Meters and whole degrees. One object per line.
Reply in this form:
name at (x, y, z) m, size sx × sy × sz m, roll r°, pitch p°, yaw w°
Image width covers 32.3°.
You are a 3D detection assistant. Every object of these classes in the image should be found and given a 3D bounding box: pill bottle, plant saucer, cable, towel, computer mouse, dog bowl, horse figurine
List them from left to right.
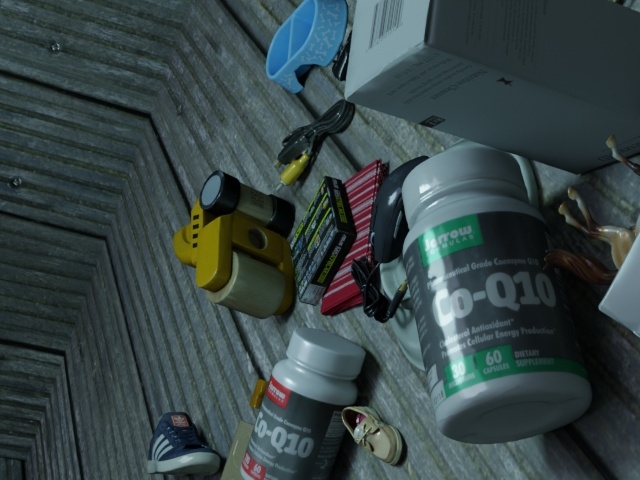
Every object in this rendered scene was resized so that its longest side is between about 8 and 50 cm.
dog bowl at (-0.039, -0.456, 2.553) m, size 0.297 × 0.074 × 0.166 m, roll -34°, pitch 46°, yaw 57°
pill bottle at (-0.028, 0.310, 1.982) m, size 0.161 × 0.161 × 0.283 m, roll 36°, pitch 110°, yaw 65°
cable at (-0.007, -0.224, 2.410) m, size 0.287 × 0.072 × 0.139 m, roll -36°, pitch 27°, yaw 38°
towel at (0.063, -0.001, 2.123) m, size 0.199 × 0.031 × 0.275 m, roll -32°, pitch 46°, yaw 60°
computer mouse at (0.109, -0.001, 1.738) m, size 0.262 × 0.060 × 0.184 m, roll -62°, pitch 26°, yaw 28°
plant saucer at (0.188, 0.010, 1.758) m, size 0.400 × 0.100 × 0.401 m, roll -42°, pitch 41°, yaw 50°
pill bottle at (0.221, 0.070, 1.475) m, size 0.204 × 0.204 × 0.361 m, roll -47°, pitch 44°, yaw 47°
horse figurine at (0.388, -0.033, 1.337) m, size 0.174 × 0.066 × 0.263 m, roll 48°, pitch 123°, yaw 19°

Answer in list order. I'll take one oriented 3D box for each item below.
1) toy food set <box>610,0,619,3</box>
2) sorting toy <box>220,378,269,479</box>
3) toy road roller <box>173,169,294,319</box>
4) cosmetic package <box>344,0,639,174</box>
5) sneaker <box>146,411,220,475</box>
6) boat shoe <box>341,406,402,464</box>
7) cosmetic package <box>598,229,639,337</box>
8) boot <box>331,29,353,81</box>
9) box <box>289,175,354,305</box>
toy food set at (0.413, -0.367, 1.580) m, size 0.078 × 0.019 × 0.122 m, roll -58°, pitch 22°, yaw 34°
sorting toy at (-0.131, 0.449, 2.291) m, size 0.229 × 0.041 × 0.307 m, roll 4°, pitch 74°, yaw 63°
toy road roller at (-0.203, 0.033, 2.421) m, size 0.240 × 0.202 × 0.330 m, roll -35°, pitch 45°, yaw 38°
cosmetic package at (0.249, -0.222, 1.406) m, size 0.217 × 0.384 × 0.156 m, roll -25°, pitch 53°, yaw 62°
sneaker at (-0.326, 0.471, 2.581) m, size 0.350 × 0.131 × 0.148 m, roll -23°, pitch 60°, yaw 61°
boat shoe at (0.082, 0.326, 1.858) m, size 0.170 × 0.059 × 0.063 m, roll 32°, pitch 106°, yaw 65°
cosmetic package at (0.421, 0.005, 1.201) m, size 0.127 × 0.107 × 0.238 m, roll 38°, pitch 116°, yaw 33°
boot at (0.061, -0.380, 2.324) m, size 0.099 × 0.045 × 0.121 m, roll -61°, pitch 20°, yaw 24°
box at (0.000, 0.000, 2.182) m, size 0.184 × 0.045 × 0.191 m, roll -99°, pitch 31°, yaw -53°
